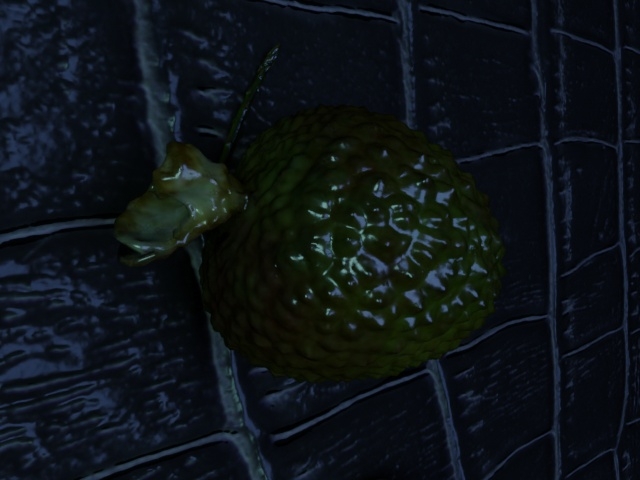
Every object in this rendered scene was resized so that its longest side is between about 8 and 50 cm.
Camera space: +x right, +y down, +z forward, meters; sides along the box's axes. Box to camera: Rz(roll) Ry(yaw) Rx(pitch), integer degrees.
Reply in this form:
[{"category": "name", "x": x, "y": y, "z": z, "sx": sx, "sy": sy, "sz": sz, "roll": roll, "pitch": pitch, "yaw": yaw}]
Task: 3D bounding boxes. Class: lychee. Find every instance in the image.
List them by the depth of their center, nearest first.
[{"category": "lychee", "x": 0.010, "y": 0.005, "z": 0.556, "sx": 0.320, "sy": 0.270, "sz": 0.270, "roll": 33, "pitch": 65, "yaw": 0}]

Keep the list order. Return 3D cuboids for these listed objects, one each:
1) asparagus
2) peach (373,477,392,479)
[{"category": "asparagus", "x": -0.076, "y": -0.138, "z": 0.632, "sx": 0.016, "sy": 0.016, "sz": 0.163, "roll": 25, "pitch": 73, "yaw": -16}, {"category": "peach", "x": 0.121, "y": 0.407, "z": 0.763, "sx": 0.232, "sy": 0.232, "sz": 0.233, "roll": -4, "pitch": 96, "yaw": -45}]
